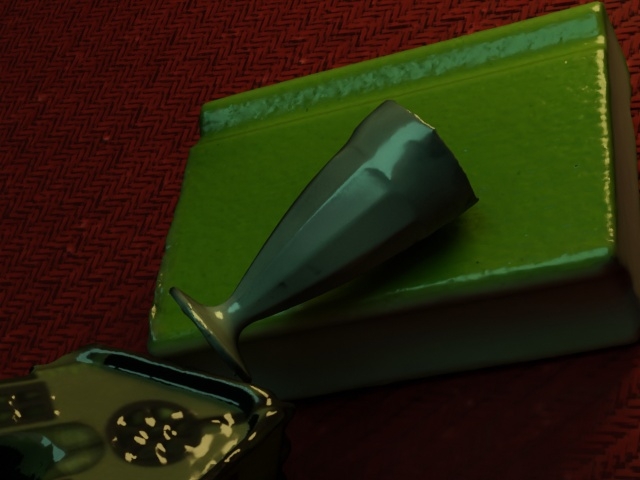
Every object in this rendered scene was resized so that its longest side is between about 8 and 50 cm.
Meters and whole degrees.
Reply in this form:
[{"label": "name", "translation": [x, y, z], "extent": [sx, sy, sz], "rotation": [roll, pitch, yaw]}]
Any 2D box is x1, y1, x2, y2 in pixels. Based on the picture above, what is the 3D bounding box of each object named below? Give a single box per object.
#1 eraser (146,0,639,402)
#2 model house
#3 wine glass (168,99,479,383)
[{"label": "eraser", "translation": [0.045, -0.019, 0.812], "extent": [0.274, 0.092, 0.210], "rotation": [-11, 48, 22]}, {"label": "model house", "translation": [-0.069, 0.126, 0.722], "extent": [0.279, 0.204, 0.218], "rotation": [-10, 41, -18]}, {"label": "wine glass", "translation": [0.000, 0.000, 0.711], "extent": [0.155, 0.073, 0.073], "rotation": [-39, 43, -3]}]
